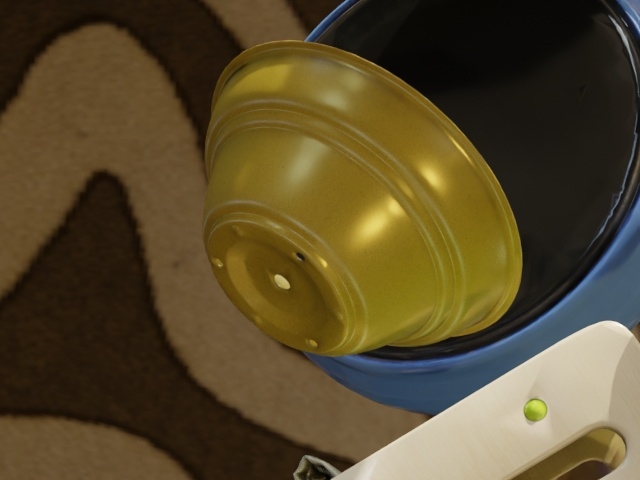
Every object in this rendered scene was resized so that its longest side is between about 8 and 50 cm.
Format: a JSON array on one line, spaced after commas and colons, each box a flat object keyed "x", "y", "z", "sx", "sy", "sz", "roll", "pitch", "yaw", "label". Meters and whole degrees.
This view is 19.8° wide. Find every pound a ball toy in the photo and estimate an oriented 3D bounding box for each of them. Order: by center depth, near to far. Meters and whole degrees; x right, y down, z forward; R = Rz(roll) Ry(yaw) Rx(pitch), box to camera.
[{"x": 0.098, "y": 0.170, "z": 0.998, "sx": 0.319, "sy": 0.208, "sz": 0.136, "roll": -30, "pitch": 74, "yaw": -2, "label": "pound a ball toy"}]

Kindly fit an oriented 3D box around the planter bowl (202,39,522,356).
[{"x": 0.000, "y": 0.000, "z": 1.048, "sx": 0.090, "sy": 0.217, "sz": 0.217, "roll": -48, "pitch": 122, "yaw": -34, "label": "planter bowl"}]

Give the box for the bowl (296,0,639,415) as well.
[{"x": 0.107, "y": -0.059, "z": 1.451, "sx": 0.077, "sy": 0.391, "sz": 0.391, "roll": 37, "pitch": 70, "yaw": -52, "label": "bowl"}]

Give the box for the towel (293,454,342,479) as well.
[{"x": 0.124, "y": 0.303, "z": 1.474, "sx": 0.056, "sy": 0.312, "sz": 0.324, "roll": -51, "pitch": 155, "yaw": -4, "label": "towel"}]
